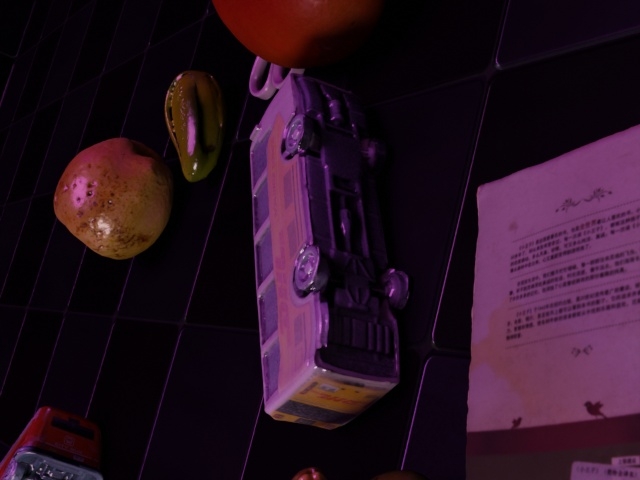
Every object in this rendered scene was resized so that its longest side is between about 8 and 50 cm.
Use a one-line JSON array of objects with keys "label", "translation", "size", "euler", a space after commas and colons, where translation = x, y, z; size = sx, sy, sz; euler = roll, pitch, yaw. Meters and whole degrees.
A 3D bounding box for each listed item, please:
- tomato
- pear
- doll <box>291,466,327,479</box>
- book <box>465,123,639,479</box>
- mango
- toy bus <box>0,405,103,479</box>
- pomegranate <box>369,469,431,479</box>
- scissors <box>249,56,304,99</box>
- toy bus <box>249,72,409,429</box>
[{"label": "tomato", "translation": [-0.016, -0.318, 1.023], "size": [0.260, 0.180, 0.259], "euler": [-40, 38, 41]}, {"label": "pear", "translation": [-0.290, -0.063, 1.346], "size": [0.178, 0.178, 0.178], "euler": [-36, 43, 43]}, {"label": "doll", "translation": [0.010, 0.265, 0.708], "size": [0.129, 0.081, 0.207], "euler": [-31, 36, -1]}, {"label": "book", "translation": [0.174, 0.064, 0.620], "size": [0.201, 0.026, 0.289], "euler": [-22, 53, 52]}, {"label": "mango", "translation": [-0.167, -0.156, 1.275], "size": [0.091, 0.074, 0.165], "euler": [-25, 63, 43]}, {"label": "toy bus", "translation": [-0.405, 0.347, 1.312], "size": [0.265, 0.121, 0.120], "euler": [-50, 26, 31]}, {"label": "pomegranate", "translation": [0.062, 0.206, 0.672], "size": [0.073, 0.073, 0.084], "euler": [-57, 36, 21]}, {"label": "scissors", "translation": [-0.039, -0.299, 1.193], "size": [0.118, 0.030, 0.242], "euler": [-10, 67, 56]}, {"label": "toy bus", "translation": [0.000, 0.000, 0.883], "size": [0.138, 0.097, 0.342], "euler": [-50, 35, 42]}]
